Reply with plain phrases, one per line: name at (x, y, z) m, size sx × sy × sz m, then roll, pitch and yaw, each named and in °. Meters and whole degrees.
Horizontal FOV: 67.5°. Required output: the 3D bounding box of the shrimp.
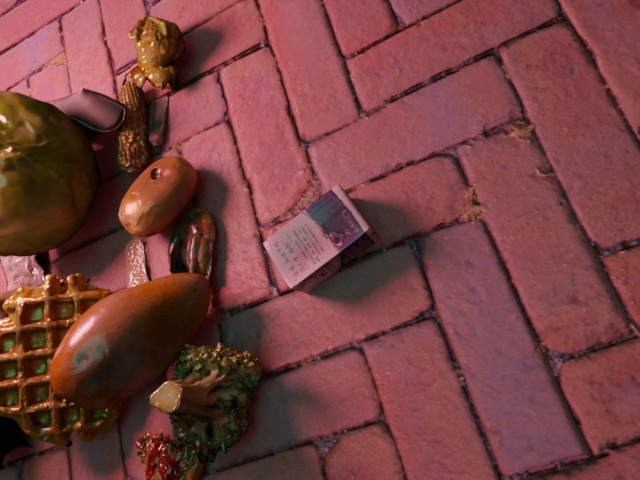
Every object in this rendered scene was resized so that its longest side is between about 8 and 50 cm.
shrimp at (-0.335, 0.036, 1.209) m, size 0.145 × 0.059 × 0.255 m, roll -5°, pitch 75°, yaw 21°

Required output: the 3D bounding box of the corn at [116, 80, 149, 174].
corn at (-0.528, -0.315, 1.351) m, size 0.086 × 0.086 × 0.288 m, roll -13°, pitch 71°, yaw 16°

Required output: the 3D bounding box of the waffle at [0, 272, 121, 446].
waffle at (-0.607, 0.278, 1.147) m, size 0.382 × 0.095 × 0.380 m, roll 36°, pitch 76°, yaw -8°

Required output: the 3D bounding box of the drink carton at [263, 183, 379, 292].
drink carton at (0.000, 0.001, 1.075) m, size 0.222 × 0.102 × 0.134 m, roll -37°, pitch 70°, yaw 8°

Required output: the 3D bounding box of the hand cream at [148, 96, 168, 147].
hand cream at (-0.463, -0.337, 1.366) m, size 0.057 × 0.037 × 0.165 m, roll -10°, pitch 67°, yaw 18°

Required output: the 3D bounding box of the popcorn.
popcorn at (-0.463, -0.522, 1.348) m, size 0.168 × 0.173 × 0.195 m, roll 35°, pitch 121°, yaw 59°

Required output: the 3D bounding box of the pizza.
pizza at (-0.365, 0.509, 1.102) m, size 0.198 × 0.062 × 0.188 m, roll 26°, pitch 84°, yaw 24°

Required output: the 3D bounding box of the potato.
potato at (-0.414, -0.113, 1.231) m, size 0.150 × 0.146 × 0.234 m, roll 37°, pitch 75°, yaw 5°

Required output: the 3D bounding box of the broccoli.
broccoli at (-0.247, 0.335, 1.003) m, size 0.262 × 0.243 × 0.247 m, roll -15°, pitch 70°, yaw 12°

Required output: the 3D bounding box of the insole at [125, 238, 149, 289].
insole at (-0.484, 0.113, 1.268) m, size 0.081 × 0.011 × 0.248 m, roll -18°, pitch 71°, yaw 15°

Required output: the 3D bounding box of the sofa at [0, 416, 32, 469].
sofa at (-0.885, 0.452, 1.219) m, size 0.199 × 0.182 × 0.259 m, roll -11°, pitch 84°, yaw 18°

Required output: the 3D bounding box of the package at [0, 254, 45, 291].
package at (-0.861, 0.105, 1.395) m, size 0.166 × 0.040 × 0.232 m, roll -25°, pitch 78°, yaw 16°

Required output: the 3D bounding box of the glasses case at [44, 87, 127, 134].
glasses case at (-0.670, -0.351, 1.340) m, size 0.308 × 0.128 × 0.083 m, roll 4°, pitch 69°, yaw 42°

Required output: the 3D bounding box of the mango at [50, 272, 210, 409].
mango at (-0.408, 0.208, 1.062) m, size 0.384 × 0.222 × 0.199 m, roll -42°, pitch 33°, yaw -18°

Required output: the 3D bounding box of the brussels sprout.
brussels sprout at (-0.781, -0.180, 1.268) m, size 0.360 × 0.342 × 0.426 m, roll -18°, pitch 101°, yaw -16°

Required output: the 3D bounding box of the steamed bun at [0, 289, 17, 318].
steamed bun at (-0.950, 0.222, 1.236) m, size 0.372 × 0.324 × 0.231 m, roll -14°, pitch 78°, yaw 18°
